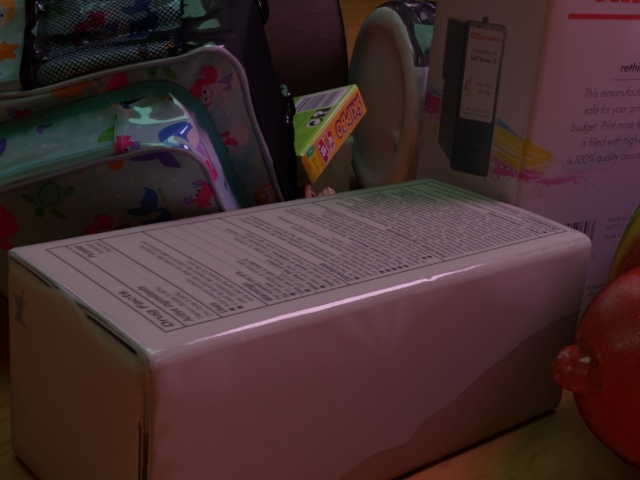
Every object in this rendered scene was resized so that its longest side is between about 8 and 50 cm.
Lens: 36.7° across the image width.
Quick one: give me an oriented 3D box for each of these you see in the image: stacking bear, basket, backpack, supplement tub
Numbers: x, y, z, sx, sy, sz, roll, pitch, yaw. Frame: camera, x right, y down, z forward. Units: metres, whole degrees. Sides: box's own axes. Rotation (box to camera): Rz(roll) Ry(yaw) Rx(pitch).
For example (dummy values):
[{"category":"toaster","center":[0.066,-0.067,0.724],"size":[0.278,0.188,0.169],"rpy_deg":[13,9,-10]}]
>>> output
[{"category":"stacking bear","center":[0.230,0.037,0.533],"size":[0.175,0.164,0.289],"rpy_deg":[17,27,32]},{"category":"basket","center":[-0.108,-0.203,0.975],"size":[0.226,0.205,0.154],"rpy_deg":[-15,14,-18]},{"category":"backpack","center":[-0.153,-0.052,0.643],"size":[0.253,0.225,0.191],"rpy_deg":[-5,54,8]},{"category":"supplement tub","center":[0.210,-0.139,1.005],"size":[0.337,0.207,0.207],"rpy_deg":[-1,21,-19]}]

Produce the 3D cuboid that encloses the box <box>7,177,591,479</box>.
[{"category":"box","center":[-0.002,0.055,0.546],"size":[0.311,0.121,0.148],"rpy_deg":[-11,26,-38]}]

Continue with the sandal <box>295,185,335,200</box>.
[{"category":"sandal","center":[-0.004,0.005,0.783],"size":[0.079,0.088,0.240],"rpy_deg":[33,11,-21]}]

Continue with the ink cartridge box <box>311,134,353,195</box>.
[{"category":"ink cartridge box","center":[-0.053,-0.088,1.007],"size":[0.150,0.063,0.109],"rpy_deg":[-3,21,-20]}]

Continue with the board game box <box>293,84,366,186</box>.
[{"category":"board game box","center":[-0.096,-0.075,0.853],"size":[0.259,0.039,0.124],"rpy_deg":[-5,32,30]}]

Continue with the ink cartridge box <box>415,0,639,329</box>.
[{"category":"ink cartridge box","center":[0.189,-0.107,0.696],"size":[0.207,0.354,0.119],"rpy_deg":[-6,23,-29]}]
